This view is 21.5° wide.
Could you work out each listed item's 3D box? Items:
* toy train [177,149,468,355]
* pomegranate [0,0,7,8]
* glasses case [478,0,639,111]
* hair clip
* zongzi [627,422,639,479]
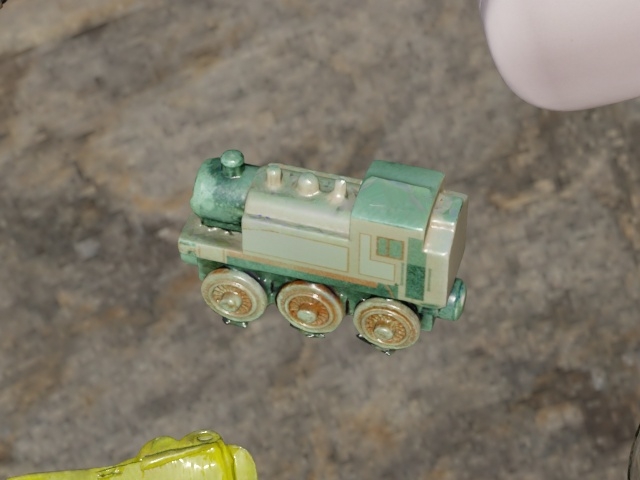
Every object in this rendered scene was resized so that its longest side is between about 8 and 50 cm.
[{"bbox_3d":[0.000,0.000,1.079,0.194,0.125,0.080,12,46,11],"label":"toy train"},{"bbox_3d":[-0.419,-0.205,1.400,0.333,0.332,0.332,-15,31,9],"label":"pomegranate"},{"bbox_3d":[0.232,-0.158,0.926,0.297,0.113,0.075,-18,41,10],"label":"glasses case"},{"bbox_3d":[-0.128,0.174,1.144,0.173,0.072,0.046,-12,-8,-10],"label":"hair clip"},{"bbox_3d":[0.131,0.114,0.545,0.115,0.228,0.256,39,37,23],"label":"zongzi"}]
